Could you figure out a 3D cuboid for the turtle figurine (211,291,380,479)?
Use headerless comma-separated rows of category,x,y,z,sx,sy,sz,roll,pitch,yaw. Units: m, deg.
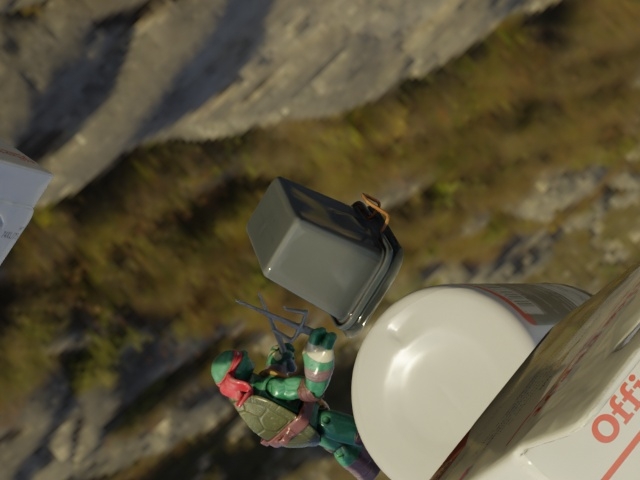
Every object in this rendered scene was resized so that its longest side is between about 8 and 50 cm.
turtle figurine,-0.019,0.141,1.563,0.118,0.234,0.175,-56,-163,-9

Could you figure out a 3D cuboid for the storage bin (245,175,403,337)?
storage bin,0.000,0.000,1.348,0.098,0.091,0.135,-58,-159,14

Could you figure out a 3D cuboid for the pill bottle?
pill bottle,0.160,0.114,1.331,0.161,0.161,0.283,-47,157,21

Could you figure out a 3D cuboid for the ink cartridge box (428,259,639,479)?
ink cartridge box,0.101,0.062,0.547,0.115,0.067,0.198,-48,177,-22

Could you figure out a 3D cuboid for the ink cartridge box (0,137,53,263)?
ink cartridge box,-0.457,-0.065,1.723,0.197,0.270,0.198,-57,169,3
